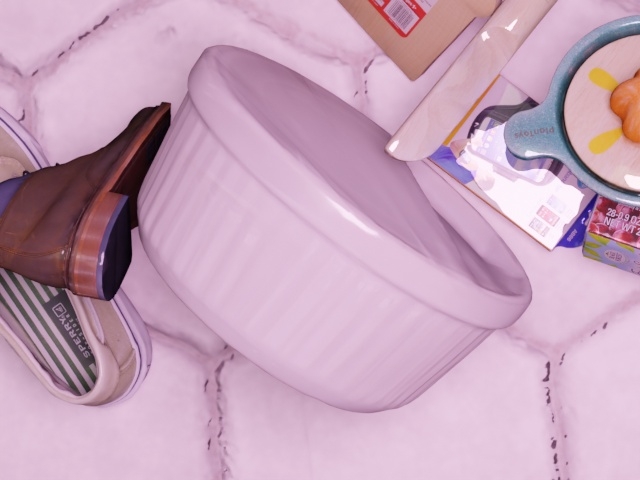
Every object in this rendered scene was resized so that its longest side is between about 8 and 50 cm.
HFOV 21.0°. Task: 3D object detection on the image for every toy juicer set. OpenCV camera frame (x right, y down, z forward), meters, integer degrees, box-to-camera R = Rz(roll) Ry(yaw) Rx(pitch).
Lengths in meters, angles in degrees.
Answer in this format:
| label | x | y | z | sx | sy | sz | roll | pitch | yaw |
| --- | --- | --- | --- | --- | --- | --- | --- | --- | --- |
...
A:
| label | x | y | z | sx | sy | sz | roll | pitch | yaw |
| --- | --- | --- | --- | --- | --- | --- | --- | --- | --- |
| toy juicer set | 0.225 | -0.116 | 1.131 | 0.329 | 0.089 | 0.209 | 16 | 75 | 12 |

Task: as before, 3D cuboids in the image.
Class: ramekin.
| label | x | y | z | sx | sy | sz | roll | pitch | yaw |
| --- | --- | --- | --- | --- | --- | --- | --- | --- | --- |
| ramekin | 0.000 | 0.000 | 1.156 | 0.273 | 0.273 | 0.127 | 39 | 105 | 6 |

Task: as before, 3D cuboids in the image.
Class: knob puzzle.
| label | x | y | z | sx | sy | sz | roll | pitch | yaw |
| --- | --- | --- | --- | --- | --- | --- | --- | --- | --- |
| knob puzzle | 0.063 | -0.233 | 1.211 | 0.213 | 0.030 | 0.213 | 23 | 130 | 30 |

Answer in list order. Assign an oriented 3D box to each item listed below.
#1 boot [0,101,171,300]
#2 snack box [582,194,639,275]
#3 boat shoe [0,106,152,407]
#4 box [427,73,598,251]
| label | x | y | z | sx | sy | sz | roll | pitch | yaw |
| --- | --- | --- | --- | --- | --- | --- | --- | --- | --- |
| boot | -0.170 | -0.042 | 1.202 | 0.106 | 0.219 | 0.082 | 8 | 122 | 7 |
| snack box | 0.305 | -0.041 | 1.182 | 0.207 | 0.070 | 0.174 | 21 | 76 | 10 |
| boat shoe | -0.230 | -0.007 | 1.260 | 0.109 | 0.094 | 0.302 | -41 | 85 | 5 |
| box | 0.150 | -0.055 | 1.248 | 0.136 | 0.028 | 0.081 | 37 | 94 | 8 |
